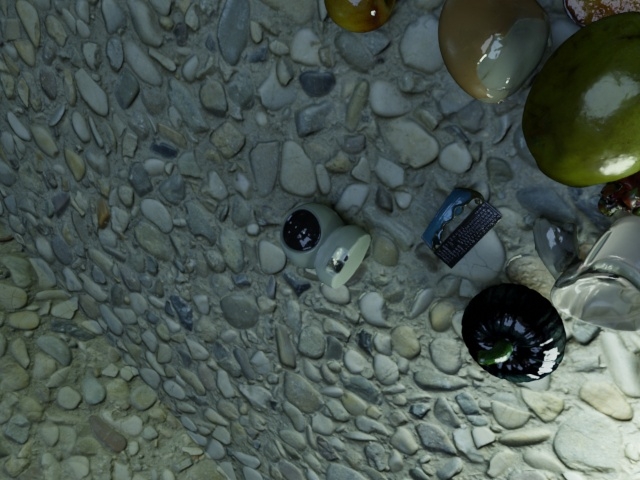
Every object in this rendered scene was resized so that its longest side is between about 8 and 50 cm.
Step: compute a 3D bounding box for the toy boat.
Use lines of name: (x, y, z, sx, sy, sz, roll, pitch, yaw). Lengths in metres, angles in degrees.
toy boat: (0.330, -0.055, 1.210, 0.077, 0.075, 0.186, 37, 121, 15)

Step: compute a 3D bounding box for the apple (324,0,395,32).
apple: (0.087, -0.555, 1.087, 0.147, 0.146, 0.163, 20, 122, 27)

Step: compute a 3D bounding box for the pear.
pear: (0.517, -0.248, 0.901, 0.269, 0.269, 0.321, 32, 146, 14)

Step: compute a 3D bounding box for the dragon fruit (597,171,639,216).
dragon fruit: (0.639, -0.118, 0.984, 0.175, 0.142, 0.139, 134, 136, -55)

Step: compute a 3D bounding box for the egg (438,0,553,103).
egg: (0.339, -0.405, 0.972, 0.201, 0.201, 0.244, -41, 78, 37)

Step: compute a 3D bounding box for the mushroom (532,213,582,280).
mushroom: (0.575, 0.058, 1.112, 0.278, 0.096, 0.099, 56, 171, -4)

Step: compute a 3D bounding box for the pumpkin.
pumpkin: (0.450, 0.238, 1.167, 0.247, 0.248, 0.248, 13, 117, 26)

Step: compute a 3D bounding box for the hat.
hat: (0.606, 0.063, 1.009, 0.219, 0.164, 0.226, 26, 85, 1)

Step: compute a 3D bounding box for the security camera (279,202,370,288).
security camera: (0.000, 0.000, 1.368, 0.236, 0.194, 0.195, 36, 125, 18)

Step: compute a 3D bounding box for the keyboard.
keyboard: (0.376, -0.012, 1.243, 0.067, 0.011, 0.202, 42, 126, 9)

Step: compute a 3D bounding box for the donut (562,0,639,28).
donut: (0.549, -0.465, 0.898, 0.181, 0.078, 0.146, -21, 101, 29)
